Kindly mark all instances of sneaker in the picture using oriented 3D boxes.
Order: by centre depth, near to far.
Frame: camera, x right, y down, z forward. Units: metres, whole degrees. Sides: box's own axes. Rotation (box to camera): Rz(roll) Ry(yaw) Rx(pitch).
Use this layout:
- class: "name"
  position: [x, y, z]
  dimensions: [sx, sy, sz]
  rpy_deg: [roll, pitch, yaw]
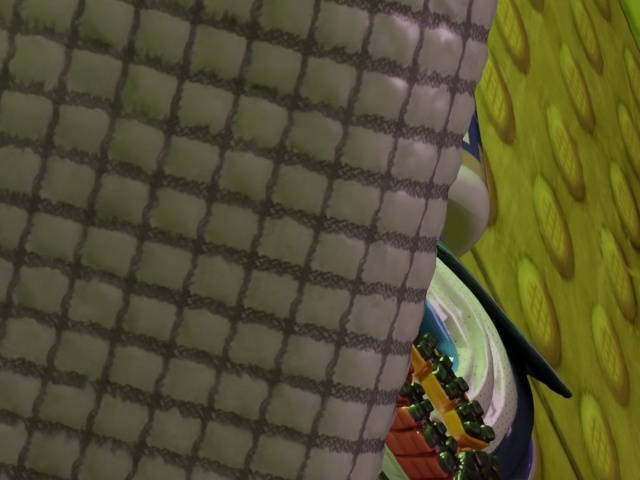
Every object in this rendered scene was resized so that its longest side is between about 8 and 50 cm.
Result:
- class: "sneaker"
  position: [-0.017, 0.038, 0.854]
  dimensions: [0.225, 0.092, 0.088]
  rpy_deg: [60, 23, 13]
- class: "sneaker"
  position: [0.000, 0.001, 1.024]
  dimensions: [0.323, 0.130, 0.236]
  rpy_deg: [56, -1, 26]

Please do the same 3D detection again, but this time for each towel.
- class: "towel"
  position: [-0.106, -0.013, 0.632]
  dimensions: [0.121, 0.283, 0.235]
  rpy_deg: [-109, -147, -76]

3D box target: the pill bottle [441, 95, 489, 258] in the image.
- class: "pill bottle"
  position: [0.023, -0.116, 1.292]
  dimensions: [0.153, 0.153, 0.265]
  rpy_deg: [41, 38, -54]
